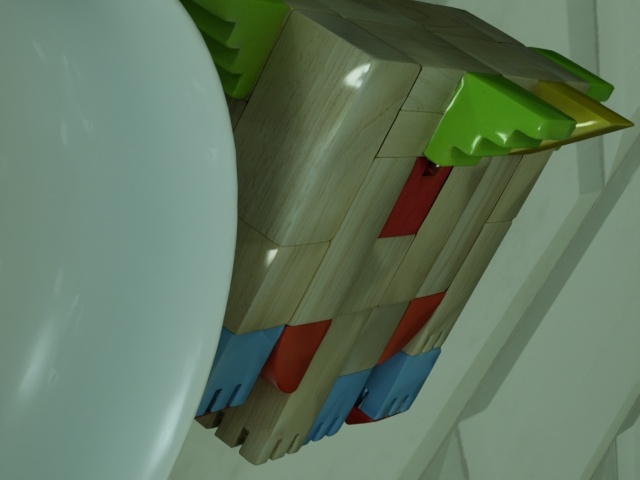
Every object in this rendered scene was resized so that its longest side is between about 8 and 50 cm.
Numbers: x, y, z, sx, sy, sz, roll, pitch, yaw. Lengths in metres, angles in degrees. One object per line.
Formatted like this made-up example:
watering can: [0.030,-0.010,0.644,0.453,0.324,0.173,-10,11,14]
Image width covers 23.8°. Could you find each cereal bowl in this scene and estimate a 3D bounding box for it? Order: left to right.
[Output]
cereal bowl: [-0.182,0.038,0.523,0.339,0.141,0.339,-43,145,-41]

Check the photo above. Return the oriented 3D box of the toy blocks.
toy blocks: [0.000,0.000,0.831,0.381,0.191,0.261,-6,127,-61]
